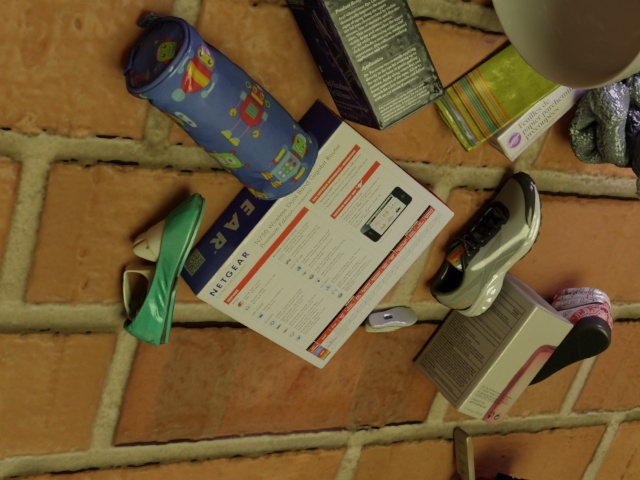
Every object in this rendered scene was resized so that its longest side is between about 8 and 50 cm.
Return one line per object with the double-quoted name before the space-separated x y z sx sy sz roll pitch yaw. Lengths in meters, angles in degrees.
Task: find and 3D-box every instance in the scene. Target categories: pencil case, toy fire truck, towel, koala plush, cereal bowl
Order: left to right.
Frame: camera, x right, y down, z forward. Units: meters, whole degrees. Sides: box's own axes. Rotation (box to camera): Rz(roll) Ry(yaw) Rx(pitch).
"pencil case" -0.135 -0.172 1.548 0.306 0.133 0.119 39 59 -43
"toy fire truck" 0.355 0.481 2.247 0.246 0.217 0.159 30 73 -36
"towel" 0.295 -0.244 1.794 0.237 0.021 0.102 -36 98 -2
"cereal bowl" 0.387 -0.385 1.591 0.141 0.339 0.339 -18 128 -28
"koala plush" 0.533 -0.158 1.879 0.196 0.221 0.203 -34 158 -30

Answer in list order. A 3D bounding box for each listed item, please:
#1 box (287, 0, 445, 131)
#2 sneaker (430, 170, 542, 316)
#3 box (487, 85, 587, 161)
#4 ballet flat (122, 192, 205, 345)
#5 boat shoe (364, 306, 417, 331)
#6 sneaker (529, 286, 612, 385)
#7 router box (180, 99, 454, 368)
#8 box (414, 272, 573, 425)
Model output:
"box" 0.057 -0.266 1.544 0.108 0.153 0.207 -31 109 -11
"sneaker" 0.279 0.007 1.945 0.108 0.100 0.272 16 111 -32
"box" 0.395 -0.265 1.856 0.324 0.067 0.063 -43 132 -1
"ballet flat" -0.234 0.040 1.657 0.087 0.083 0.247 14 113 -10
"boat shoe" 0.118 0.140 1.979 0.100 0.035 0.035 -9 151 -32
"sneaker" 0.416 0.177 2.146 0.270 0.145 0.090 -26 113 29
"router box" 0.000 0.000 1.773 0.335 0.082 0.301 -49 132 6
"box" 0.303 0.184 2.043 0.127 0.148 0.232 26 104 -42
